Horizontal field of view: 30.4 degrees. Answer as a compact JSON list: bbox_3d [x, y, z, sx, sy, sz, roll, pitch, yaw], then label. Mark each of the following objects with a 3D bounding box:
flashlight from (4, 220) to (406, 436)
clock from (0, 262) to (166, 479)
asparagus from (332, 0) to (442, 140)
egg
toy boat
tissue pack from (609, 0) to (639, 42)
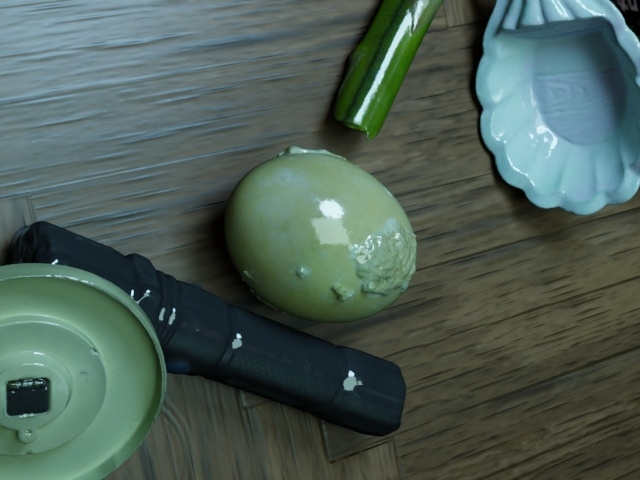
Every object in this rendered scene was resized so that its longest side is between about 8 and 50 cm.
[{"bbox_3d":[-0.097,0.098,1.105,0.424,0.103,0.103,24,78,-30],"label":"flashlight"},{"bbox_3d":[-0.247,0.126,0.989,0.235,0.029,0.235,-8,121,-14],"label":"clock"},{"bbox_3d":[0.085,-0.229,1.225,0.060,0.067,0.277,41,73,-53],"label":"asparagus"},{"bbox_3d":[0.002,-0.003,1.123,0.201,0.164,0.164,28,77,-29],"label":"egg"},{"bbox_3d":[0.270,-0.177,1.280,0.100,0.199,0.290,-42,122,-57],"label":"toy boat"},{"bbox_3d":[0.392,-0.248,1.299,0.123,0.245,0.332,-39,108,-23],"label":"tissue pack"}]
